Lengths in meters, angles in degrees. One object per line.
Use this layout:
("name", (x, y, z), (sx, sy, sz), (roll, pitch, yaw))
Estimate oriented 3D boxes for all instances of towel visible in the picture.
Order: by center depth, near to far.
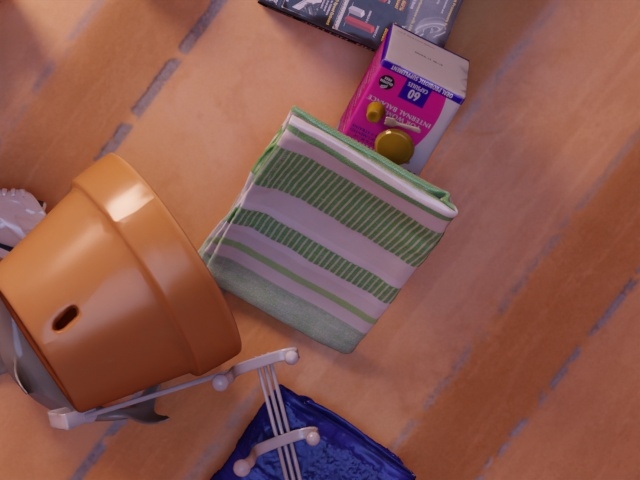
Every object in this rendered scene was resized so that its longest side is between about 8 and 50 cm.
("towel", (0.000, 0.000, 1.674), (0.248, 0.038, 0.325), (28, 134, -7))
("towel", (-0.047, 0.369, 1.809), (0.228, 0.076, 0.308), (36, 96, 0))

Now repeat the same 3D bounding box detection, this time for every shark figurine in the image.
("shark figurine", (-0.342, 0.186, 1.742), (0.278, 0.116, 0.166), (40, 96, -6))

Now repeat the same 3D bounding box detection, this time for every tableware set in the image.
("tableware set", (0.055, -0.096, 1.628), (0.104, 0.024, 0.154), (20, 123, 1))

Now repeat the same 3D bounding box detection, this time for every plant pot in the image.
("plant pot", (-0.259, 0.068, 1.614), (0.203, 0.291, 0.291), (-33, 99, -15))

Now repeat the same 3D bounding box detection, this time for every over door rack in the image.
("over door rack", (-0.149, 0.289, 1.676), (0.324, 0.108, 0.239), (-15, 94, -14))

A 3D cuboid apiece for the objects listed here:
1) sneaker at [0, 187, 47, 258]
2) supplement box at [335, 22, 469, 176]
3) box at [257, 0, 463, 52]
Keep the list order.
("sneaker", (-0.420, -0.032, 1.724), (0.235, 0.090, 0.094), (24, 88, -13))
("supplement box", (0.084, -0.137, 1.676), (0.111, 0.114, 0.220), (25, 123, -7))
("box", (0.087, -0.397, 1.693), (0.242, 0.076, 0.307), (21, 97, -6))
